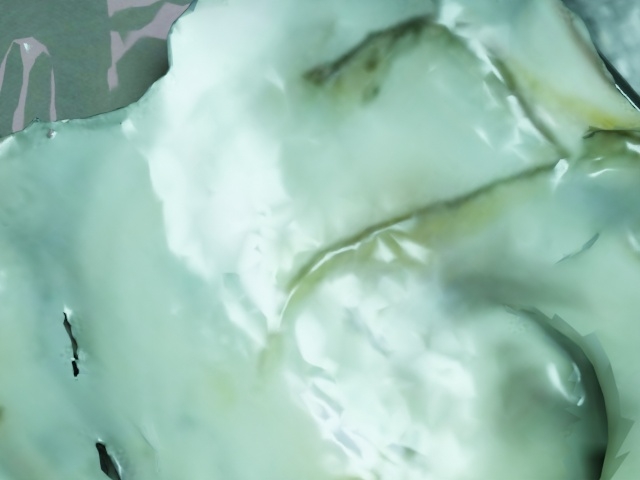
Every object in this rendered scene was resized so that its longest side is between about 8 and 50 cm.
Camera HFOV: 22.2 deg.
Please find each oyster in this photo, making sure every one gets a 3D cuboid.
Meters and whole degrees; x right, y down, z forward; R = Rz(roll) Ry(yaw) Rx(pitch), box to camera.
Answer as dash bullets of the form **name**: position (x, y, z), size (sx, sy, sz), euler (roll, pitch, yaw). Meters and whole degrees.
- **oyster**: position (0.030, 0.048, 0.389), size (0.275, 0.100, 0.271), euler (-5, 73, -6)

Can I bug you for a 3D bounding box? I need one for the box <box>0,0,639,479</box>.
- **box**: position (0.000, 0.000, 0.528), size (0.188, 0.153, 0.252), euler (-36, 87, -22)
